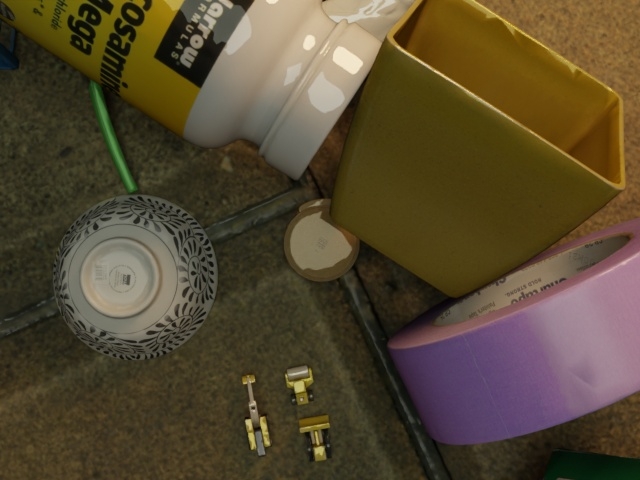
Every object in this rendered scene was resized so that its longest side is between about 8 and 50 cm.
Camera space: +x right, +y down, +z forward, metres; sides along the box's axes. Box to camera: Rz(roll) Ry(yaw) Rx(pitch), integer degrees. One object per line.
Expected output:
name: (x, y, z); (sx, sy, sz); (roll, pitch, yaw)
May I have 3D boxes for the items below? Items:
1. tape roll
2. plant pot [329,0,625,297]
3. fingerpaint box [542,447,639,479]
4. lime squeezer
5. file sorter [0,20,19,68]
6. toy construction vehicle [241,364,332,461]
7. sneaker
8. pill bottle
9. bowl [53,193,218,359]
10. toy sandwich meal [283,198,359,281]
tape roll: (0.199, 0.072, 0.697); (0.274, 0.275, 0.090); (-25, 89, -2)
plant pot: (0.126, -0.080, 0.726); (0.212, 0.212, 0.187); (33, 126, -1)
fingerpaint box: (0.299, 0.461, 0.653); (0.371, 0.163, 0.445); (33, 70, -12)
lime squeezer: (-0.207, -0.209, 0.814); (0.109, 0.058, 0.311); (14, 86, -31)
file sorter: (-0.364, -0.237, 0.743); (0.118, 0.170, 0.105); (3, 86, -2)
toy construction vehicle: (-0.034, 0.179, 0.806); (0.085, 0.035, 0.098); (-7, 88, -2)
sneaker: (0.056, -0.225, 0.805); (0.235, 0.090, 0.095); (-17, 97, 5)
pill bottle: (-0.121, -0.200, 0.686); (0.333, 0.188, 0.188); (33, 87, -4)
bowl: (-0.188, 0.035, 0.784); (0.170, 0.080, 0.170); (0, 87, -2)
toy sandwich meal: (0.000, 0.000, 0.818); (0.085, 0.029, 0.086); (0, 93, -4)
